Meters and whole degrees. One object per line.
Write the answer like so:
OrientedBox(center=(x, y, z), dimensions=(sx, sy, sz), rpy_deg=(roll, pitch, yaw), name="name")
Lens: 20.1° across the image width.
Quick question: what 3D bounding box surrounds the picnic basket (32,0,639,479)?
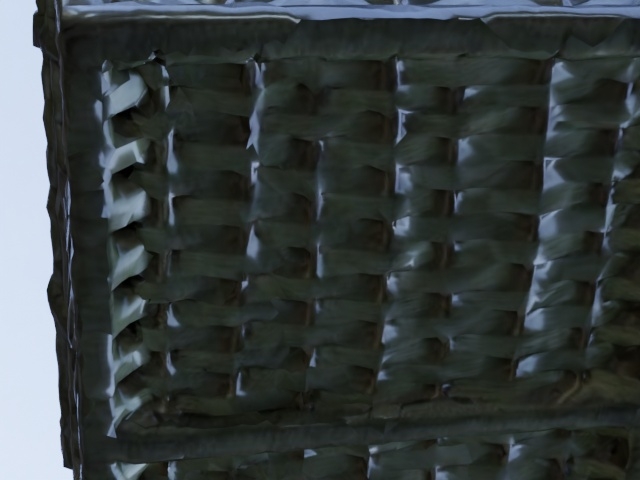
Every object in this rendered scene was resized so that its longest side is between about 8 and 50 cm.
OrientedBox(center=(0.000, 0.000, 0.436), dimensions=(0.154, 0.134, 0.196), rpy_deg=(-106, -166, -57), name="picnic basket")
